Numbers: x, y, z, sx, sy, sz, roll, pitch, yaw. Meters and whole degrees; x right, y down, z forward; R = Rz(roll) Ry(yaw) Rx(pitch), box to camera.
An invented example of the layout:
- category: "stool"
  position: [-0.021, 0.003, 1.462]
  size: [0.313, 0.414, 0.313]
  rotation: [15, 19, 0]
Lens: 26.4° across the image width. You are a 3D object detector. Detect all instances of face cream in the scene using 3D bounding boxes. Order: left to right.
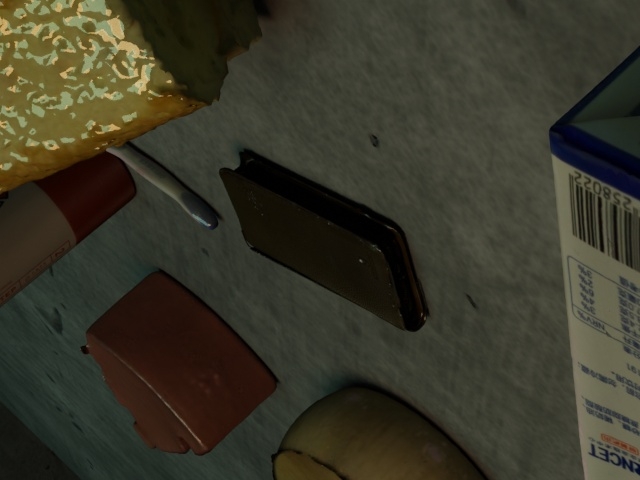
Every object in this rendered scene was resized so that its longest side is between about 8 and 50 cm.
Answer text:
- category: "face cream"
  position: [-0.299, -0.016, 1.396]
  size: [0.096, 0.214, 0.096]
  rotation: [39, 155, 22]

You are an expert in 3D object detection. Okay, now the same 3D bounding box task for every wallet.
- category: "wallet"
  position: [0.000, 0.000, 1.129]
  size: [0.198, 0.031, 0.110]
  rotation: [28, 149, 39]

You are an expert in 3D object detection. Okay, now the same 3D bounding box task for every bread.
- category: "bread"
  position: [-0.255, -0.156, 0.991]
  size: [0.375, 0.165, 0.237]
  rotation: [-20, 117, 33]

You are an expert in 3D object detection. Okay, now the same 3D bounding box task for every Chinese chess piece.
- category: "Chinese chess piece"
  position: [0.070, 0.261, 1.321]
  size: [0.257, 0.104, 0.257]
  rotation: [39, 156, 21]

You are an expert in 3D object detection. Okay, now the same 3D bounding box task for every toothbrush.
- category: "toothbrush"
  position: [-0.197, -0.087, 1.352]
  size: [0.269, 0.021, 0.027]
  rotation: [36, 160, 26]

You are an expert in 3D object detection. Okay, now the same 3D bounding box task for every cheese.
- category: "cheese"
  position: [-0.144, 0.167, 1.521]
  size: [0.177, 0.128, 0.203]
  rotation: [26, 147, 43]

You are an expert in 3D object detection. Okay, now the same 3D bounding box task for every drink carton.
- category: "drink carton"
  position: [0.206, 0.041, 0.704]
  size: [0.106, 0.130, 0.315]
  rotation: [32, 151, 37]
